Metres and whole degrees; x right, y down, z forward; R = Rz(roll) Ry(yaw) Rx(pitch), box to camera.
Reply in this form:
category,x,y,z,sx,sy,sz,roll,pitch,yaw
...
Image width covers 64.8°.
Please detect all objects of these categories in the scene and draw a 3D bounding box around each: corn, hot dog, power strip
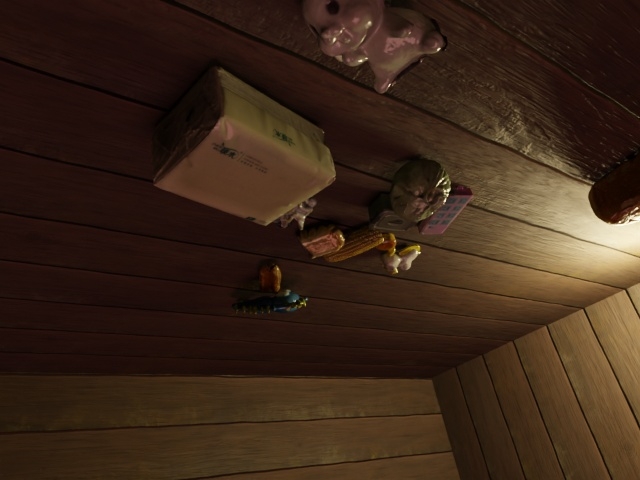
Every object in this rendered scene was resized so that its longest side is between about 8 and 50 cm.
category,x,y,z,sx,sy,sz,roll,pitch,yaw
corn,0.121,0.011,1.911,0.244,0.093,0.093,-20,149,15
hot dog,1.196,-0.210,1.816,0.223,0.185,0.405,7,146,-27
hot dog,-0.209,0.157,2.077,0.092,0.062,0.235,2,151,-8
power strip,0.461,-0.106,1.883,0.109,0.037,0.279,-1,149,-18

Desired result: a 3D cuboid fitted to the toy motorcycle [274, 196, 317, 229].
category,x,y,z,sx,sy,sz,roll,pitch,yaw
toy motorcycle,-0.086,-0.113,1.650,0.151,0.074,0.228,-4,140,-3

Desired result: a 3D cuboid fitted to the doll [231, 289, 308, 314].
category,x,y,z,sx,sy,sz,roll,pitch,yaw
doll,-0.218,0.265,2.184,0.342,0.098,0.346,-3,176,5

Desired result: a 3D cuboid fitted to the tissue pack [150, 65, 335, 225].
category,x,y,z,sx,sy,sz,roll,pitch,yaw
tissue pack,-0.197,-0.218,1.294,0.380,0.207,0.297,19,139,-42

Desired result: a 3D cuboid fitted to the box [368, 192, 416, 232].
category,x,y,z,sx,sy,sz,roll,pitch,yaw
box,0.253,-0.100,1.768,0.172,0.092,0.124,6,147,-27

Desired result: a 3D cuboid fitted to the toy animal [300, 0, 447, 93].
category,x,y,z,sx,sy,sz,roll,pitch,yaw
toy animal,0.109,-0.456,1.039,0.249,0.174,0.289,-15,153,31

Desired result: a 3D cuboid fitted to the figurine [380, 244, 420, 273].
category,x,y,z,sx,sy,sz,roll,pitch,yaw
figurine,0.339,0.071,2.102,0.178,0.109,0.129,-3,127,-20

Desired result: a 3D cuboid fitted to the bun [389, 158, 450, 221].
category,x,y,z,sx,sy,sz,roll,pitch,yaw
bun,0.328,-0.152,1.616,0.204,0.126,0.212,-10,124,-11

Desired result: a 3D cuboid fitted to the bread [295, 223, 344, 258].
category,x,y,z,sx,sy,sz,roll,pitch,yaw
bread,0.000,0.000,1.848,0.177,0.084,0.119,-15,130,10

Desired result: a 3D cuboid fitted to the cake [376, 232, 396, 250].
category,x,y,z,sx,sy,sz,roll,pitch,yaw
cake,0.260,0.007,2.002,0.084,0.044,0.084,-7,150,-4
